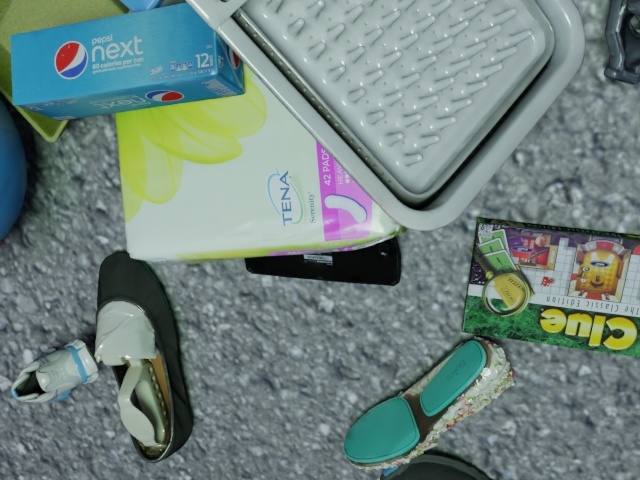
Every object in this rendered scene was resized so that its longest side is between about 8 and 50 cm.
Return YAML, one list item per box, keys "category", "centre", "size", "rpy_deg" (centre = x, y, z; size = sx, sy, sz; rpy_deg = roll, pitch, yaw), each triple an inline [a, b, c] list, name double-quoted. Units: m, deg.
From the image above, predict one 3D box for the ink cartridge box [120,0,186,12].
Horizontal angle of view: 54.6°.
- category: "ink cartridge box"
  centre: [-0.199, -0.395, 0.592]
  size: [0.307, 0.129, 0.223]
  rpy_deg: [41, 110, -2]

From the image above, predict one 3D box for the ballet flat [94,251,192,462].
- category: "ballet flat"
  centre: [-0.226, 0.155, 0.782]
  size: [0.095, 0.096, 0.280]
  rpy_deg: [-11, 104, 13]

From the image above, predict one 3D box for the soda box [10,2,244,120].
- category: "soda box"
  centre: [-0.182, -0.167, 0.588]
  size: [0.210, 0.067, 0.071]
  rpy_deg: [-4, 87, 14]

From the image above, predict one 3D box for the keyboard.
- category: "keyboard"
  centre: [0.000, 0.000, 0.728]
  size: [0.192, 0.038, 0.100]
  rpy_deg: [4, 126, 12]

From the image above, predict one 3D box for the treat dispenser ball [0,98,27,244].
- category: "treat dispenser ball"
  centre: [-0.472, -0.079, 0.660]
  size: [0.289, 0.288, 0.287]
  rpy_deg: [3, 107, 11]

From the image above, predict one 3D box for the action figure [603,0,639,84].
- category: "action figure"
  centre: [0.356, -0.298, 0.488]
  size: [0.331, 0.178, 0.341]
  rpy_deg: [-5, 109, 3]

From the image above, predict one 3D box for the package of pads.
- category: "package of pads"
  centre: [-0.063, -0.094, 0.647]
  size: [0.297, 0.101, 0.229]
  rpy_deg: [-4, 90, 14]

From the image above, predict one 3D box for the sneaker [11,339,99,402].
- category: "sneaker"
  centre: [-0.360, 0.179, 0.796]
  size: [0.191, 0.083, 0.071]
  rpy_deg: [-32, 84, 46]

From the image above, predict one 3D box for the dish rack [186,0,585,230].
- category: "dish rack"
  centre: [0.054, -0.201, 0.536]
  size: [0.333, 0.072, 0.285]
  rpy_deg: [46, 73, -13]

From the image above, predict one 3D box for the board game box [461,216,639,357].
- category: "board game box"
  centre: [0.295, 0.055, 0.681]
  size: [0.260, 0.030, 0.136]
  rpy_deg: [6, 110, 10]

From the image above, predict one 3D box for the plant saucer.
- category: "plant saucer"
  centre: [-0.301, -0.239, 0.691]
  size: [0.188, 0.045, 0.188]
  rpy_deg: [45, 111, 8]

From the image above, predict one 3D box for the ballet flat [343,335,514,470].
- category: "ballet flat"
  centre: [0.133, 0.208, 0.737]
  size: [0.077, 0.091, 0.241]
  rpy_deg: [32, 119, -32]

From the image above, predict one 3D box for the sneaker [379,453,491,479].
- category: "sneaker"
  centre: [0.202, 0.402, 0.746]
  size: [0.341, 0.139, 0.125]
  rpy_deg: [46, 111, -3]
